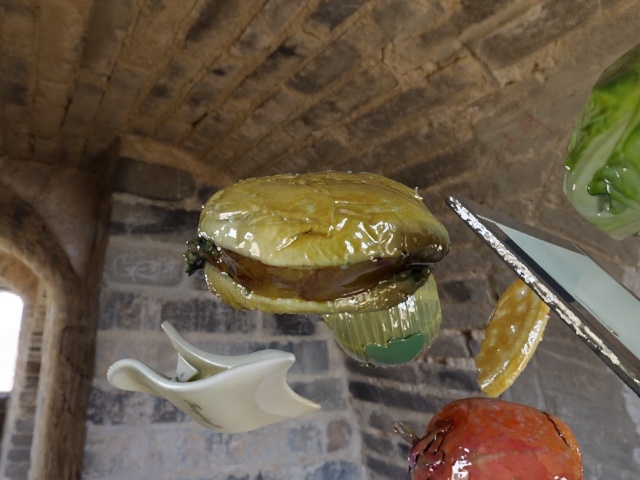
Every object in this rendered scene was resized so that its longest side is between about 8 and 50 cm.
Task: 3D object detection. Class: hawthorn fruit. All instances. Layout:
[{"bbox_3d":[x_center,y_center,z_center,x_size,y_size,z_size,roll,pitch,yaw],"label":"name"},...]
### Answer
[{"bbox_3d":[0.260,0.378,0.875,0.308,0.275,0.276,20,-9,6],"label":"hawthorn fruit"}]

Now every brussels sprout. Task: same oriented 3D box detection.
[{"bbox_3d":[0.409,-0.115,0.628,0.210,0.219,0.271,12,-42,-21],"label":"brussels sprout"}]

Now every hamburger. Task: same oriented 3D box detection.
[{"bbox_3d":[0.000,0.000,0.580,0.309,0.132,0.211,-1,14,-5],"label":"hamburger"}]

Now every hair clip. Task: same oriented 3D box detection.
[{"bbox_3d":[-0.159,0.196,0.732,0.282,0.113,0.172,15,-33,24],"label":"hair clip"}]

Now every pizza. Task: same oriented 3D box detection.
[{"bbox_3d":[0.338,0.157,0.905,0.058,0.246,0.127,39,-37,-11],"label":"pizza"}]

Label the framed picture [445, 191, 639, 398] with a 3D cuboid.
[{"bbox_3d":[0.278,0.071,0.482,0.347,0.265,0.016,11,-56,-49],"label":"framed picture"}]

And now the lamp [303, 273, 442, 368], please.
[{"bbox_3d":[0.103,0.142,1.077,0.285,0.250,0.250,-11,-13,7],"label":"lamp"}]
